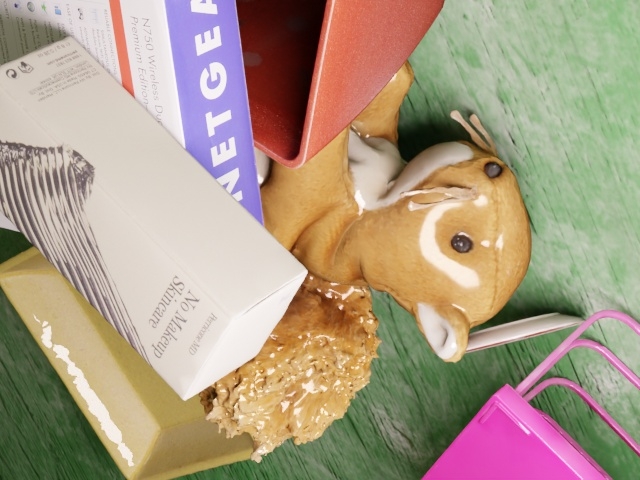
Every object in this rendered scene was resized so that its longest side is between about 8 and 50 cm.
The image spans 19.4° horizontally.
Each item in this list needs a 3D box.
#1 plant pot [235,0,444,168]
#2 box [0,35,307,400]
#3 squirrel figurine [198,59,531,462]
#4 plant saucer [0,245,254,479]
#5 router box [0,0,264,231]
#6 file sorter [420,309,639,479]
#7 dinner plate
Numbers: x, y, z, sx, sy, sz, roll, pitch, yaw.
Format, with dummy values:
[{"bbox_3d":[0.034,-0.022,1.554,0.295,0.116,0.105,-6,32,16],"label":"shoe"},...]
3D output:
[{"bbox_3d":[-0.020,-0.265,1.544,0.267,0.236,0.267,33,132,26],"label":"plant pot"},{"bbox_3d":[-0.149,-0.019,1.434,0.275,0.094,0.113,44,133,14],"label":"box"},{"bbox_3d":[0.000,0.000,1.741,0.370,0.281,0.397,26,120,8],"label":"squirrel figurine"},{"bbox_3d":[-0.211,0.120,2.242,0.333,0.081,0.332,-23,101,54],"label":"plant saucer"},{"bbox_3d":[-0.201,-0.158,1.532,0.301,0.082,0.335,13,121,36],"label":"router box"},{"bbox_3d":[0.231,0.227,1.738,0.202,0.182,0.290,45,145,10],"label":"file sorter"},{"bbox_3d":[0.176,0.085,1.727,0.141,0.141,0.017,-23,78,54],"label":"dinner plate"}]
